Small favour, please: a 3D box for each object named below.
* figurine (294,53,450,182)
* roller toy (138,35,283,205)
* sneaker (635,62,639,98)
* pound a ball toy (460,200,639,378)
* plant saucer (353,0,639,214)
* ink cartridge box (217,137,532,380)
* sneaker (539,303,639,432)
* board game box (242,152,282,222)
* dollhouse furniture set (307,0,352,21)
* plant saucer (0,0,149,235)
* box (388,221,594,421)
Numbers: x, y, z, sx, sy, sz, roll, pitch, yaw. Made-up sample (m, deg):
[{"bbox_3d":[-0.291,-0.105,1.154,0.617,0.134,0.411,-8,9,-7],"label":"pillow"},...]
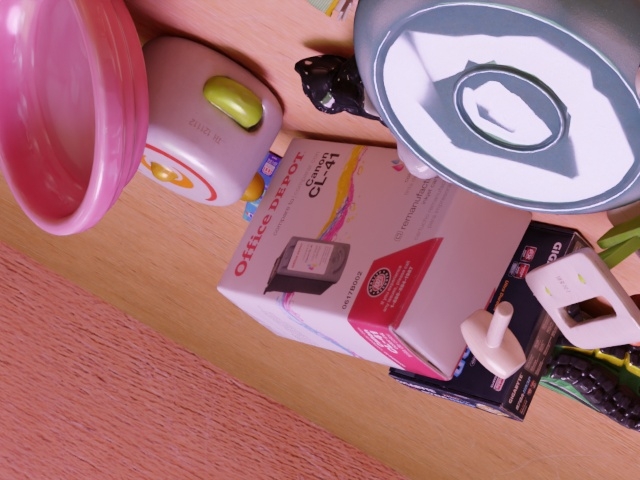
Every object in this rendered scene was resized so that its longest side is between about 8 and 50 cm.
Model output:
[{"bbox_3d":[0.089,-0.125,1.606,0.215,0.092,0.209,34,172,-23],"label":"figurine"},{"bbox_3d":[-0.155,-0.132,1.865,0.191,0.146,0.209,24,165,17],"label":"roller toy"},{"bbox_3d":[0.362,-0.101,1.086,0.296,0.131,0.112,17,160,32],"label":"sneaker"},{"bbox_3d":[0.274,0.066,1.541,0.136,0.208,0.319,52,172,3],"label":"pound a ball toy"},{"bbox_3d":[0.167,-0.123,1.356,0.317,0.044,0.318,19,147,13],"label":"plant saucer"},{"bbox_3d":[0.057,0.013,1.819,0.306,0.226,0.131,11,158,46],"label":"ink cartridge box"},{"bbox_3d":[0.290,0.134,1.989,0.343,0.134,0.146,33,174,-2],"label":"sneaker"},{"bbox_3d":[-0.020,-0.036,2.137,0.160,0.047,0.210,28,166,1],"label":"board game box"},{"bbox_3d":[-0.007,-0.230,1.450,0.076,0.059,0.152,29,165,-1],"label":"dollhouse furniture set"},{"bbox_3d":[-0.286,-0.174,1.782,0.084,0.332,0.332,-10,-172,-32],"label":"plant saucer"},{"bbox_3d":[0.194,0.083,1.814,0.175,0.220,0.051,14,164,44],"label":"box"}]
